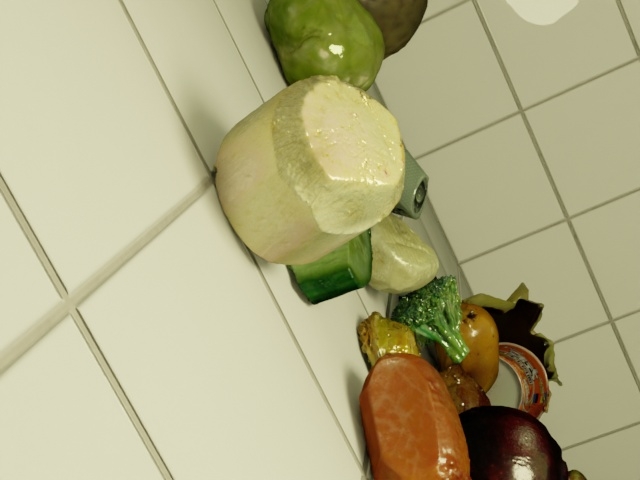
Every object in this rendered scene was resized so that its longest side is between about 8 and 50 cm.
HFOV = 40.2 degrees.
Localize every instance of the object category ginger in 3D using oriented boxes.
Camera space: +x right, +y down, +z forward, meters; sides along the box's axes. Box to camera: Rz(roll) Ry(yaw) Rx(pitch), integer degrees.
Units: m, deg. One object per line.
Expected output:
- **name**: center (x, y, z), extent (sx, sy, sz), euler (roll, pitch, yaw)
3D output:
- **ginger**: center (0.581, 0.319, 2.543), extent (0.211, 0.358, 0.414), euler (0, 68, -38)

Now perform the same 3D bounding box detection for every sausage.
- **sausage**: center (0.146, 0.302, 1.380), extent (0.141, 0.153, 0.268), euler (65, 9, -54)

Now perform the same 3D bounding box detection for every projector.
- **projector**: center (0.109, -0.142, 1.856), extent (0.108, 0.198, 0.250), euler (-69, 156, -6)

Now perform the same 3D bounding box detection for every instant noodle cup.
- **instant noodle cup**: center (0.465, 0.396, 2.318), extent (0.192, 0.250, 0.250), euler (12, 55, -64)

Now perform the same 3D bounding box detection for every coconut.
- **coconut**: center (-0.024, -0.093, 1.236), extent (0.239, 0.244, 0.239), euler (18, 58, -31)

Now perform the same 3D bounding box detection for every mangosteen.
- **mangosteen**: center (0.331, 0.438, 1.575), extent (0.297, 0.293, 0.297), euler (-14, 90, -72)

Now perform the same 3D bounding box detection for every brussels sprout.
- **brussels sprout**: center (0.010, -0.440, 1.980), extent (0.274, 0.242, 0.316), euler (45, 0, 21)

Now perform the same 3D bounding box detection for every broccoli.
- **broccoli**: center (0.254, 0.189, 1.936), extent (0.194, 0.194, 0.220), euler (70, -23, 14)

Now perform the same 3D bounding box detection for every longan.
- **longan**: center (0.096, -0.663, 2.318), extent (0.391, 0.391, 0.391), euler (59, 15, -27)

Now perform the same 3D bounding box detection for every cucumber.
- **cucumber**: center (0.005, 0.004, 1.429), extent (0.191, 0.130, 0.191), euler (53, 26, -40)

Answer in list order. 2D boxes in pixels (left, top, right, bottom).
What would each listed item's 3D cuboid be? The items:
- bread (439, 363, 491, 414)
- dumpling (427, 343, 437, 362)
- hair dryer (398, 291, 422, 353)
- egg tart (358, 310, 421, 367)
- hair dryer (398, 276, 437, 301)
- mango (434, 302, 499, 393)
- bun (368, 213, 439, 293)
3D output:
- **bread**: center (0.313, 0.398, 1.905), extent (0.247, 0.135, 0.232), euler (64, 14, -13)
- **dumpling**: center (0.328, 0.245, 2.272), extent (0.136, 0.118, 0.199), euler (-59, 163, -77)
- **hair dryer**: center (0.219, 0.193, 2.079), extent (0.154, 0.044, 0.183), euler (27, 58, -29)
- **egg tart**: center (0.146, 0.229, 1.662), extent (0.212, 0.090, 0.213), euler (-20, 90, -75)
- **hair dryer**: center (0.237, 0.121, 2.248), extent (0.197, 0.089, 0.251), euler (66, 22, -10)
- **mango**: center (0.350, 0.267, 2.103), extent (0.201, 0.152, 0.287), euler (-102, -179, -45)
- **bun**: center (0.144, 0.031, 1.876), extent (0.220, 0.134, 0.220), euler (33, 21, -14)
